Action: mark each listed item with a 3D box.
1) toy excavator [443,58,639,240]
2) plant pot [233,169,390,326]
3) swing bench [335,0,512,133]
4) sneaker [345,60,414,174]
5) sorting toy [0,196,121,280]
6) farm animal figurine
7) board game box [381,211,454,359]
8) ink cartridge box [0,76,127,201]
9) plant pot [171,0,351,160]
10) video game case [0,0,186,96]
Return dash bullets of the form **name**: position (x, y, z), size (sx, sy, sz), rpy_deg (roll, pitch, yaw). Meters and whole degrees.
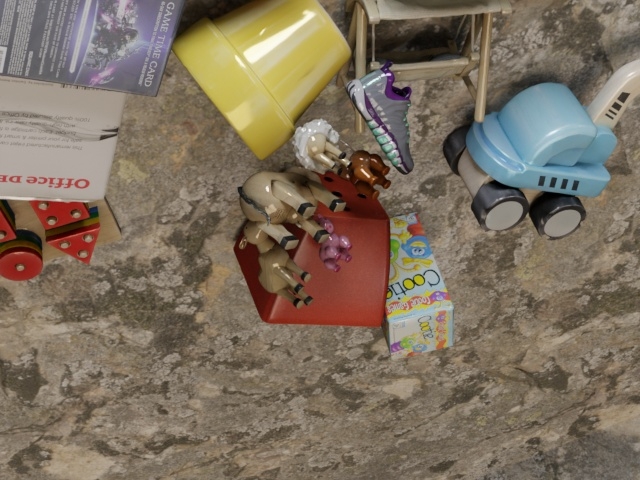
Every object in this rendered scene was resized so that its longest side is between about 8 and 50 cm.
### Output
- **toy excavator**: position (0.526, -0.229, 2.105), size (0.433, 0.222, 0.445), rpy_deg (5, 134, -25)
- **plant pot**: position (0.000, 0.000, 2.171), size (0.267, 0.267, 0.236), rpy_deg (3, 123, -23)
- **swing bench**: position (0.175, -0.346, 1.893), size (0.253, 0.165, 0.255), rpy_deg (-5, 134, -13)
- **sneaker**: position (0.134, -0.207, 1.840), size (0.098, 0.083, 0.224), rpy_deg (-32, 133, 6)
- **sorting toy**: position (-0.541, -0.031, 2.054), size (0.257, 0.089, 0.255), rpy_deg (-16, 140, -2)
- **farm animal figurine**: position (-0.048, -0.056, 1.898), size (0.330, 0.172, 0.327), rpy_deg (-55, 156, 7)
- **board game box**: position (0.182, 0.097, 2.312), size (0.142, 0.275, 0.144), rpy_deg (-13, 140, -5)
- **ink cartridge box**: position (-0.475, -0.262, 1.748), size (0.285, 0.166, 0.395), rpy_deg (3, 135, -22)
- **plant pot**: position (-0.087, -0.304, 1.799), size (0.239, 0.254, 0.254), rpy_deg (-38, 138, 0)
- **video game case**: position (-0.356, -0.316, 1.590), size (0.274, 0.026, 0.196), rpy_deg (4, 132, -25)
